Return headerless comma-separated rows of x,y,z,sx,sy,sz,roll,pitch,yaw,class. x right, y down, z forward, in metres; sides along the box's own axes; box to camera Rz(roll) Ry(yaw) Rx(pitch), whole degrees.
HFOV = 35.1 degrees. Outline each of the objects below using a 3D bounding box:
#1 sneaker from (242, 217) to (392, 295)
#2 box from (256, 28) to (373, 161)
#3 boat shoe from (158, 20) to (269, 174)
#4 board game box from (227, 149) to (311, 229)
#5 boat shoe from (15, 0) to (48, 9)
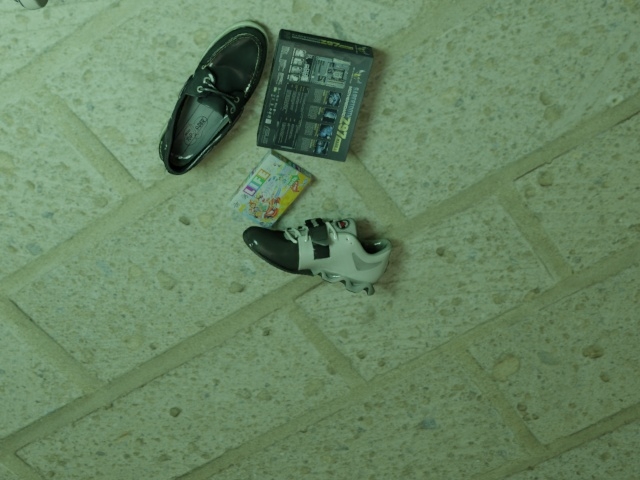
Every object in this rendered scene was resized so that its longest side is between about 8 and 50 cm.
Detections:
0.000,0.000,2.108,0.331,0.122,0.146,16,117,-27,sneaker
-0.013,-0.276,1.947,0.183,0.059,0.232,9,123,-8,box
-0.208,-0.259,1.920,0.127,0.113,0.340,33,117,-22,boat shoe
-0.105,-0.104,2.082,0.103,0.026,0.154,31,118,-21,board game box
-0.593,-0.545,1.718,0.158,0.127,0.340,-11,117,13,boat shoe
